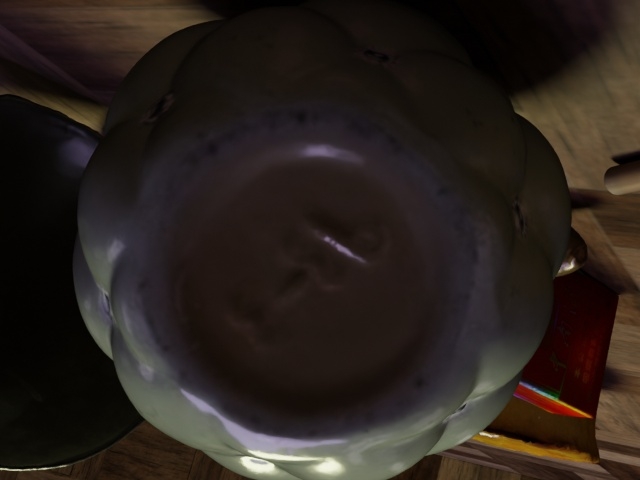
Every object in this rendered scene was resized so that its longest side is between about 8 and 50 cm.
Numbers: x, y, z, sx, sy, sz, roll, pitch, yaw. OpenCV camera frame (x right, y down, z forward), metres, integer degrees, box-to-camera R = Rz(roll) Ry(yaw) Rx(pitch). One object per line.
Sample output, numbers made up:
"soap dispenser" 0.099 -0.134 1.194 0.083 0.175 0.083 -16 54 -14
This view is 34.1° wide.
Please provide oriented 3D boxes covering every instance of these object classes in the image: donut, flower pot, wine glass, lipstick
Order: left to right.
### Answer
"wine glass" -0.311 0.083 0.859 0.267 0.267 0.406 24 150 -27
"flower pot" 0.000 0.000 0.515 0.246 0.246 0.195 16 -169 0
"donut" 0.192 0.180 1.241 0.302 0.110 0.303 15 168 3
"lipstick" 0.197 -0.040 0.581 0.019 0.019 0.094 23 164 -24

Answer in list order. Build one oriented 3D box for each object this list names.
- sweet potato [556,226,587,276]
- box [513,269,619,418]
"sweet potato" 0.050 0.005 0.769 0.291 0.097 0.097 3 160 42
"box" 0.168 0.066 0.831 0.175 0.112 0.048 27 163 -40
